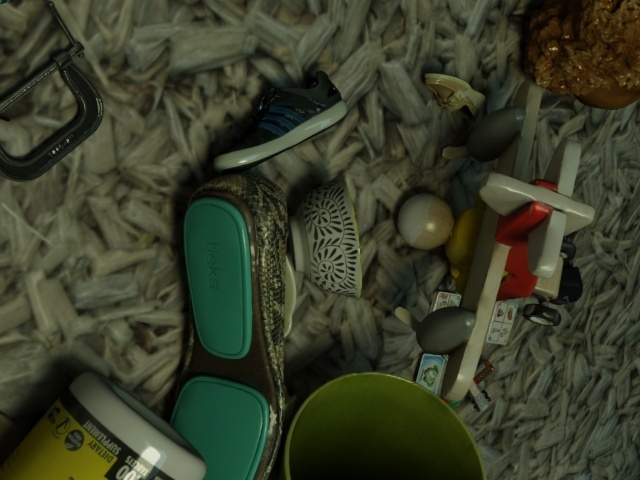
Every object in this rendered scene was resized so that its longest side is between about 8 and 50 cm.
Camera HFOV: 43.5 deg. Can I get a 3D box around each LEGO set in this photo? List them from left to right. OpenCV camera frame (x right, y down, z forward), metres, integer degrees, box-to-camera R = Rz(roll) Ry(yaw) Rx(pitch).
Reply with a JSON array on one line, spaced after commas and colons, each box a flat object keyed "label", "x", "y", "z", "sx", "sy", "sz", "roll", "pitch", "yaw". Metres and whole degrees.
[{"label": "LEGO set", "x": 0.236, "y": 0.212, "z": 1.408, "sx": 0.183, "sy": 0.060, "sz": 0.244, "roll": 10, "pitch": 97, "yaw": -29}]

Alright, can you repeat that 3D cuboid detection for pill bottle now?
[{"label": "pill bottle", "x": -0.297, "y": 0.327, "z": 0.886, "sx": 0.334, "sy": 0.188, "sz": 0.188, "roll": -52, "pitch": 130, "yaw": -12}]

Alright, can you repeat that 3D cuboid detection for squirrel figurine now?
[{"label": "squirrel figurine", "x": 0.542, "y": -0.316, "z": 1.253, "sx": 0.397, "sy": 0.370, "sz": 0.280, "roll": -15, "pitch": 114, "yaw": -36}]

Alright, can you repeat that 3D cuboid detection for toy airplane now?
[{"label": "toy airplane", "x": 0.241, "y": -0.012, "z": 1.172, "sx": 0.386, "sy": 0.273, "sz": 0.384, "roll": -51, "pitch": 151, "yaw": -58}]

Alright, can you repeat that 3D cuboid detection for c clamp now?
[{"label": "c clamp", "x": -0.299, "y": -0.146, "z": 0.847, "sx": 0.160, "sy": 0.022, "sz": 0.137, "roll": -50, "pitch": 135, "yaw": -17}]

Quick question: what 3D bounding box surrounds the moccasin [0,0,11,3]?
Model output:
[{"label": "moccasin", "x": -0.420, "y": -0.178, "z": 0.680, "sx": 0.342, "sy": 0.138, "sz": 0.116, "roll": -18, "pitch": 121, "yaw": -19}]

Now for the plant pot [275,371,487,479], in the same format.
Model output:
[{"label": "plant pot", "x": 0.044, "y": 0.374, "z": 1.125, "sx": 0.275, "sy": 0.274, "sz": 0.293, "roll": -22, "pitch": 154, "yaw": -33}]

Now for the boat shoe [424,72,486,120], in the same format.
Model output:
[{"label": "boat shoe", "x": 0.204, "y": -0.217, "z": 1.219, "sx": 0.135, "sy": 0.050, "sz": 0.045, "roll": 16, "pitch": 88, "yaw": -42}]

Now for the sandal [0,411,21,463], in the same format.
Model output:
[{"label": "sandal", "x": -0.390, "y": 0.194, "z": 0.861, "sx": 0.072, "sy": 0.049, "sz": 0.180, "roll": -53, "pitch": 130, "yaw": -13}]

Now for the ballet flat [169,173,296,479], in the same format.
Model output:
[{"label": "ballet flat", "x": -0.096, "y": 0.150, "z": 1.039, "sx": 0.182, "sy": 0.164, "sz": 0.482, "roll": -18, "pitch": 116, "yaw": -60}]

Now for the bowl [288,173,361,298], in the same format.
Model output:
[{"label": "bowl", "x": 0.000, "y": 0.000, "z": 1.074, "sx": 0.080, "sy": 0.170, "sz": 0.170, "roll": -8, "pitch": 112, "yaw": -7}]

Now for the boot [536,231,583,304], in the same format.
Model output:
[{"label": "boot", "x": 0.411, "y": 0.013, "z": 1.465, "sx": 0.082, "sy": 0.106, "sz": 0.219, "roll": -1, "pitch": 78, "yaw": -12}]

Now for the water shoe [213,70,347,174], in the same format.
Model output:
[{"label": "water shoe", "x": -0.061, "y": -0.151, "z": 1.023, "sx": 0.203, "sy": 0.073, "sz": 0.080, "roll": -30, "pitch": 95, "yaw": -29}]
